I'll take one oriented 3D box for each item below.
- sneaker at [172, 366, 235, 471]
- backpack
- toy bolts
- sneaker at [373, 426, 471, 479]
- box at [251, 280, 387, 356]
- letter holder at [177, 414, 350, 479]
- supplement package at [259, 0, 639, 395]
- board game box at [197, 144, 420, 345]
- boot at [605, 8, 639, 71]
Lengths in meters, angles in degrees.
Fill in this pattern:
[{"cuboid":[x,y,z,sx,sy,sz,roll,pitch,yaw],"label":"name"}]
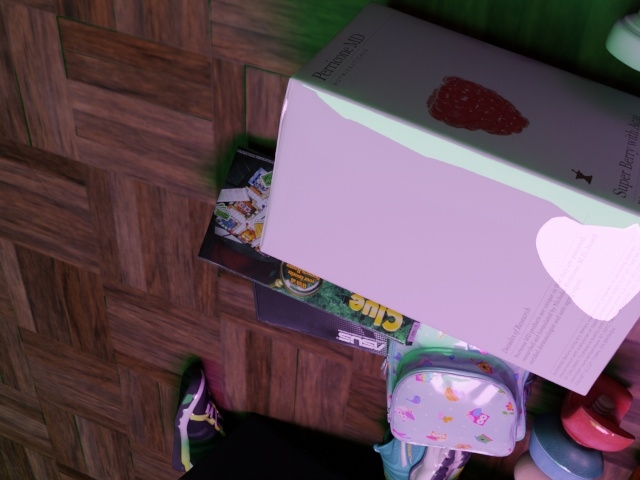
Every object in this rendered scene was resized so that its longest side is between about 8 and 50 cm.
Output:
[{"cuboid":[-0.176,0.281,1.176,0.097,0.084,0.235,7,133,-7],"label":"sneaker"},{"cuboid":[0.150,0.131,0.814,0.165,0.144,0.189,6,119,15],"label":"backpack"},{"cuboid":[0.317,0.276,0.799,0.228,0.218,0.159,34,121,10],"label":"toy bolts"},{"cuboid":[0.126,0.301,1.014,0.110,0.107,0.275,45,144,30],"label":"sneaker"},{"cuboid":[0.007,0.039,0.889,0.190,0.045,0.184,14,128,20],"label":"box"},{"cuboid":[-0.030,0.430,1.082,0.301,0.152,0.215,22,139,41],"label":"letter holder"},{"cuboid":[0.124,-0.044,0.619,0.292,0.177,0.175,23,132,11],"label":"supplement package"},{"cuboid":[0.000,0.000,0.794,0.259,0.030,0.136,22,89,24],"label":"board game box"},{"cuboid":[0.348,-0.151,0.531,0.258,0.095,0.123,17,126,5],"label":"boot"}]
